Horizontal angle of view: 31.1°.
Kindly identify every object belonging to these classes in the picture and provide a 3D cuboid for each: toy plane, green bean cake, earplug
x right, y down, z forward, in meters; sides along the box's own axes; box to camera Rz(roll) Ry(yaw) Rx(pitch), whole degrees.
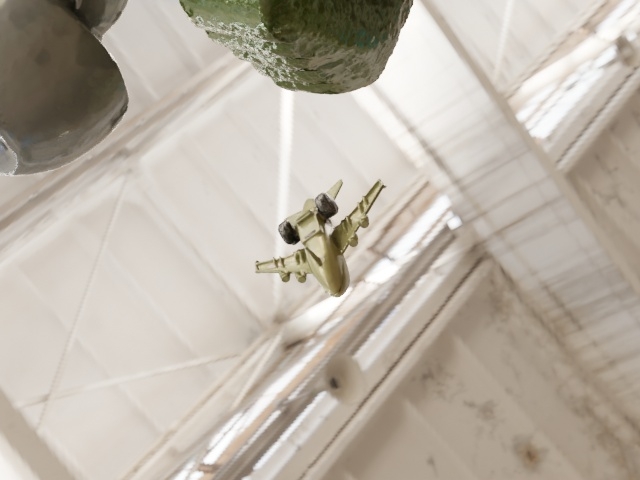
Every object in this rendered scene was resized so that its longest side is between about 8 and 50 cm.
[{"bbox_3d":[0.000,0.000,1.611,0.092,0.229,0.244,49,-166,-24],"label":"toy plane"},{"bbox_3d":[-0.003,-0.255,1.038,0.248,0.125,0.222,31,-102,-59],"label":"green bean cake"},{"bbox_3d":[-0.278,-0.223,1.088,0.175,0.214,0.326,-3,-88,-51],"label":"earplug"}]
